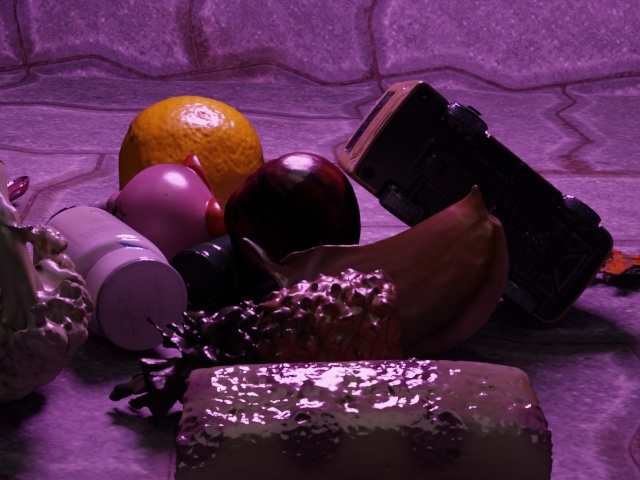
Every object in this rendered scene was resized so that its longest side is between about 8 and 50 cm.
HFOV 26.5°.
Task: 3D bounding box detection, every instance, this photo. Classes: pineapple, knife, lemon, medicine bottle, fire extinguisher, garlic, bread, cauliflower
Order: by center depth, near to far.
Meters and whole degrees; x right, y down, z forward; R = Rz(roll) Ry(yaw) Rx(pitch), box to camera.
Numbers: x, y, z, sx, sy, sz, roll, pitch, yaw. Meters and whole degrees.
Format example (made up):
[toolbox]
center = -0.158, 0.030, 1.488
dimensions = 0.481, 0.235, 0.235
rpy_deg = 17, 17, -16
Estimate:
[bread]
center = 0.036, 0.198, 1.269
dimensions = 0.338, 0.155, 0.187
rpy_deg = 1, 20, -2
[pineapple]
center = -0.076, 0.125, 1.547
dimensions = 0.340, 0.169, 0.169
rpy_deg = -8, 17, -6
[cauliflower]
center = -0.373, 0.053, 1.560
dimensions = 0.327, 0.281, 0.260
rpy_deg = 20, -4, 41
[garlic]
center = 0.081, 0.057, 1.734
dimensions = 0.338, 0.196, 0.151
rpy_deg = -12, -1, 20
[medicine bottle]
center = -0.280, 0.049, 1.798
dimensions = 0.143, 0.143, 0.258
rpy_deg = -7, 17, -26
[fire extinguisher]
center = -0.100, 0.026, 1.990
dimensions = 0.118, 0.093, 0.294
rpy_deg = 24, 24, 25
[lemon]
center = -0.209, -0.127, 2.259
dimensions = 0.253, 0.228, 0.228
rpy_deg = -9, 19, -25
[knife]
center = -0.618, -0.065, 2.342
dimensions = 0.123, 0.053, 0.278
rpy_deg = 8, 16, 38

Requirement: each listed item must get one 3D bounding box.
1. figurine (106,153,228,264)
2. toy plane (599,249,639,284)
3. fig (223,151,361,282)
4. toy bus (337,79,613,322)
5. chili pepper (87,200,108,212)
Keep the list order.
[figurine]
center = -0.234, -0.032, 2.050
dimensions = 0.173, 0.173, 0.173
rpy_deg = 1, 16, 0
[toy plane]
center = 0.471, 0.040, 2.041
dimensions = 0.188, 0.062, 0.135
rpy_deg = 17, 18, 7
[fig]
center = -0.016, 0.003, 1.863
dimensions = 0.186, 0.249, 0.204
rpy_deg = -29, 3, -17
[toy bus]
center = 0.210, -0.055, 1.857
dimensions = 0.365, 0.177, 0.202
rpy_deg = 38, 0, -15
[chili pepper]
center = -0.343, -0.053, 2.340
dimensions = 0.153, 0.041, 0.050
rpy_deg = 6, -25, 18
